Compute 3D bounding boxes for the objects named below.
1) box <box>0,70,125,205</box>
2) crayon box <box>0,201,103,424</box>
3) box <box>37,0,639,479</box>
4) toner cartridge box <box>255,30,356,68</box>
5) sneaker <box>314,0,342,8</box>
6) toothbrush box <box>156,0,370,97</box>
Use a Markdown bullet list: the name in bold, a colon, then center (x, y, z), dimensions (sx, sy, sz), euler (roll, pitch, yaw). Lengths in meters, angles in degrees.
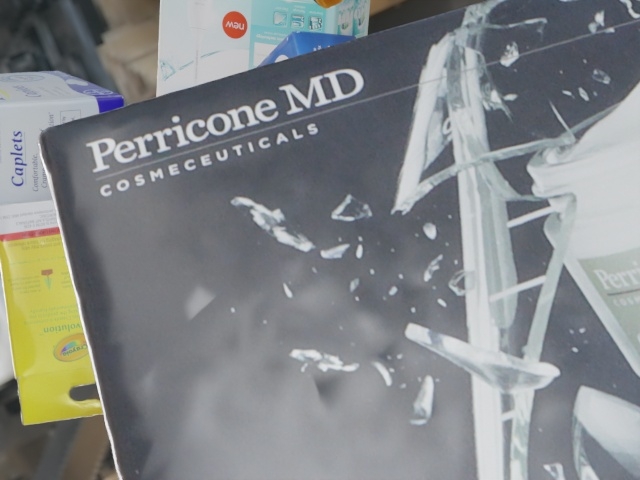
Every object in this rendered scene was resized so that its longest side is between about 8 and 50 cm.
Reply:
- **box**: center (-0.222, -0.073, 1.174), dimensions (0.126, 0.137, 0.072), euler (24, 117, 58)
- **crayon box**: center (-0.251, 0.033, 1.858), dimensions (0.081, 0.202, 0.318), euler (100, 163, -87)
- **box**: center (0.142, 0.131, 0.943), dimensions (0.297, 0.480, 0.471), euler (78, 174, -58)
- **toner cartridge box**: center (0.000, 0.000, 1.531), dimensions (0.165, 0.075, 0.348), euler (-40, 57, 50)
- **sneaker**: center (0.026, -0.260, 1.470), dimensions (0.083, 0.084, 0.215), euler (59, 165, -8)
- **toothbrush box**: center (-0.061, -0.282, 1.898), dimensions (0.216, 0.126, 0.295), euler (11, 109, 18)
